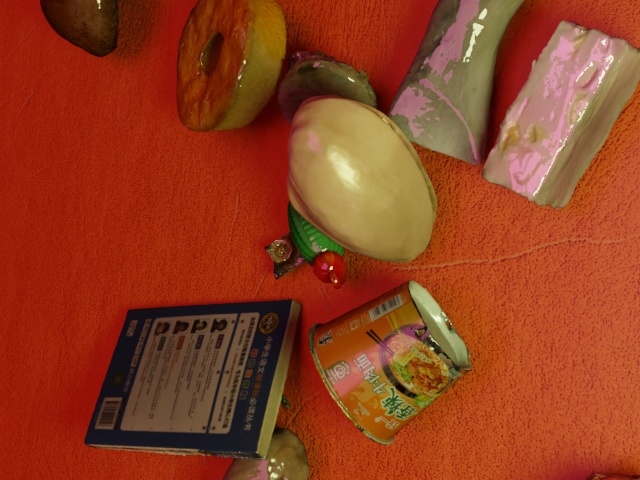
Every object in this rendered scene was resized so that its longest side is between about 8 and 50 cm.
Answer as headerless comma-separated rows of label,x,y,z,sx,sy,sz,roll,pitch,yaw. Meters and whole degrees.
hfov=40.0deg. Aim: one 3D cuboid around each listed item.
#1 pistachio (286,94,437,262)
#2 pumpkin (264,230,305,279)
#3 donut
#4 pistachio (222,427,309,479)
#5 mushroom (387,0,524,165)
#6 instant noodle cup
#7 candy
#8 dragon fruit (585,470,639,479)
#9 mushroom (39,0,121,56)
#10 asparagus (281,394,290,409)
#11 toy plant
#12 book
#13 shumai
pistachio,0.067,-0.098,1.425,0.214,0.318,0.193,-35,25,29
pumpkin,-0.051,0.021,1.630,0.101,0.035,0.073,-29,66,5
donut,-0.164,-0.336,1.636,0.303,0.110,0.302,-21,65,54
pistachio,-0.106,0.440,1.584,0.138,0.153,0.237,25,106,-9
mushroom,0.254,-0.330,1.406,0.177,0.126,0.396,24,100,22
instant noodle cup,0.120,0.182,1.411,0.182,0.230,0.230,-37,68,15
candy,0.359,-0.184,1.308,0.116,0.155,0.265,35,105,26
dragon fruit,0.406,0.419,1.218,0.268,0.210,0.205,-3,75,41
mushroom,-0.480,-0.541,1.832,0.283,0.195,0.263,-65,17,14
asparagus,-0.102,0.252,1.660,0.016,0.013,0.166,-51,62,32
toy plant,0.001,0.001,1.533,0.088,0.154,0.240,-25,64,2
book,-0.247,0.257,1.667,0.428,0.039,0.300,-5,57,33
shumai,0.020,-0.263,1.562,0.201,0.201,0.120,-4,44,33
